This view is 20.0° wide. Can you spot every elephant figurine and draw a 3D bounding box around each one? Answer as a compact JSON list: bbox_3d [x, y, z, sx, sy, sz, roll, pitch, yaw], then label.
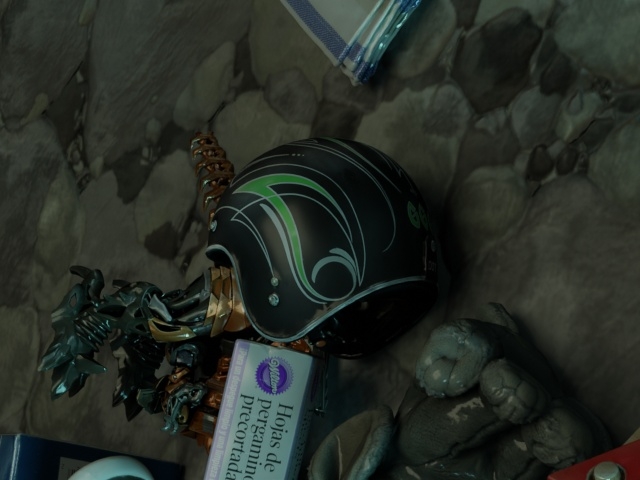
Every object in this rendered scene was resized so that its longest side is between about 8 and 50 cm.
[{"bbox_3d":[0.066,0.173,1.235,0.239,0.186,0.169,-50,65,12],"label":"elephant figurine"}]

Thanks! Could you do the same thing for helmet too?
[{"bbox_3d":[0.000,0.000,1.393,0.169,0.169,0.161,-42,62,31],"label":"helmet"}]

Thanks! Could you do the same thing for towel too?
[{"bbox_3d":[0.066,-0.290,1.537,0.285,0.034,0.209,-55,39,15],"label":"towel"}]

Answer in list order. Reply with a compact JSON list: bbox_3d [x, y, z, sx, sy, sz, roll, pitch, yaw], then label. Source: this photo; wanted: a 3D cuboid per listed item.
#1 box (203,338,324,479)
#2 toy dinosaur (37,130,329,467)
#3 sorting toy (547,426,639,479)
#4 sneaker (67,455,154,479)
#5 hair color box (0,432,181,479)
[{"bbox_3d":[-0.066,0.238,1.382,0.063,0.067,0.324,13,86,8],"label":"box"},{"bbox_3d":[-0.091,0.079,1.510,0.218,0.164,0.322,-9,52,22],"label":"toy dinosaur"},{"bbox_3d":[0.206,0.205,0.984,0.257,0.089,0.255,24,56,42],"label":"sorting toy"},{"bbox_3d":[-0.149,0.302,1.434,0.147,0.104,0.296,53,149,38],"label":"sneaker"},{"bbox_3d":[-0.301,0.240,1.636,0.347,0.174,0.105,-9,70,48],"label":"hair color box"}]
